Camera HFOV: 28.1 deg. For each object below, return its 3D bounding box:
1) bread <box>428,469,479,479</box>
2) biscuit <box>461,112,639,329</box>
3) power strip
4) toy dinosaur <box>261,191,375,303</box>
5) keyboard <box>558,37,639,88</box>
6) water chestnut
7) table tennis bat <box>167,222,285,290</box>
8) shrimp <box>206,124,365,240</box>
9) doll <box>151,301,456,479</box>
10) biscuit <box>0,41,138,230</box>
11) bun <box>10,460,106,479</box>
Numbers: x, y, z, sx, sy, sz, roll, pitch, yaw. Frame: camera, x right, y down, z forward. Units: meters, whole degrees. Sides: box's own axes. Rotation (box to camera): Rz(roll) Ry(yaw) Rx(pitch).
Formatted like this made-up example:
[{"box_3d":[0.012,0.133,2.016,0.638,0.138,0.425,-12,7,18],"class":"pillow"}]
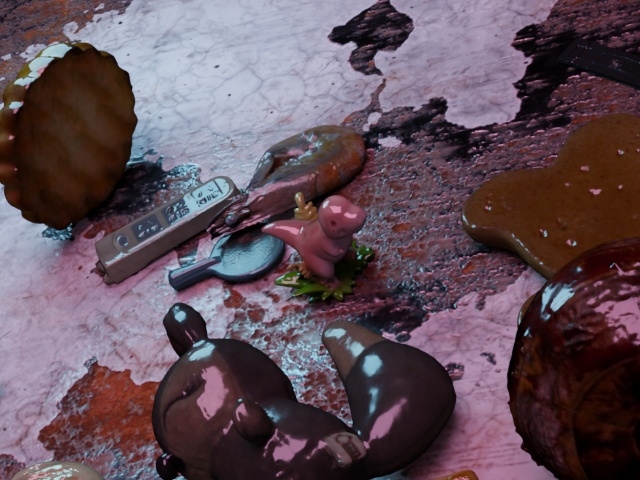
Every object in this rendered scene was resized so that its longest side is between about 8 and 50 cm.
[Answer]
[{"box_3d":[0.147,0.334,1.641,0.132,0.074,0.053,-11,70,-8],"class":"bread"},{"box_3d":[0.401,0.000,1.853,0.368,0.076,0.394,-30,42,-5],"class":"biscuit"},{"box_3d":[-0.255,-0.024,2.175,0.286,0.048,0.080,-29,46,-5],"class":"power strip"},{"box_3d":[-0.005,0.005,1.946,0.194,0.177,0.152,20,59,38],"class":"toy dinosaur"},{"box_3d":[0.491,-0.288,2.112,0.204,0.013,0.061,27,64,39],"class":"keyboard"},{"box_3d":[0.394,0.154,1.557,0.350,0.350,0.302,-10,26,15],"class":"water chestnut"},{"box_3d":[-0.153,0.033,2.090,0.201,0.033,0.124,-21,40,-1],"class":"table tennis bat"},{"box_3d":[-0.068,-0.107,2.156,0.317,0.062,0.164,-31,40,-14],"class":"shrimp"},{"box_3d":[-0.048,0.241,1.766,0.379,0.252,0.382,-13,39,-34],"class":"doll"},{"box_3d":[-0.448,-0.185,2.210,0.107,0.325,0.325,19,59,28],"class":"biscuit"},{"box_3d":[-0.389,0.385,1.814,0.188,0.111,0.164,-7,51,13],"class":"bun"}]
